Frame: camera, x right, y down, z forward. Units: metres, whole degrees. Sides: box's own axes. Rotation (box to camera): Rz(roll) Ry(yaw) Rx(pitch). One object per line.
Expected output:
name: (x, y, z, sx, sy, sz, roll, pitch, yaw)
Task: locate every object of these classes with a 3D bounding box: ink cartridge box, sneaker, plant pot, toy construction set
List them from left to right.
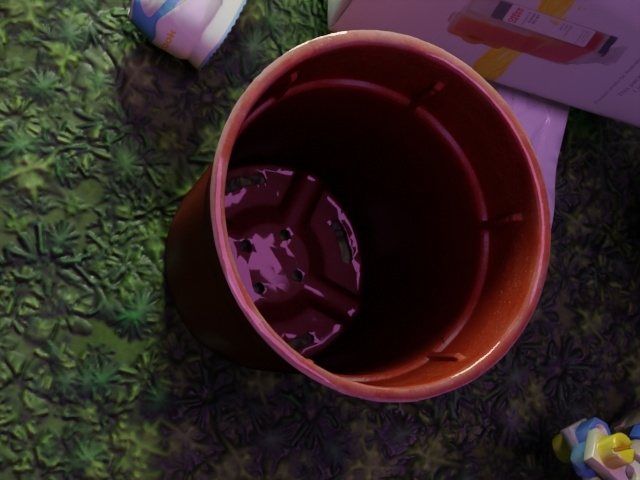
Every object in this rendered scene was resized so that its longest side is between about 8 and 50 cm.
sneaker: (-0.095, -0.273, 1.035, 0.092, 0.087, 0.228, 29, 69, -13)
plant pot: (0.000, 0.000, 0.927, 0.272, 0.265, 0.272, 4, 79, -23)
sneaker: (0.139, -0.072, 1.092, 0.169, 0.108, 0.292, 22, 63, -16)
ink cartridge box: (0.205, -0.293, 1.079, 0.385, 0.160, 0.279, 14, 54, -20)
toy construction set: (0.355, 0.291, 1.085, 0.215, 0.151, 0.327, -31, 102, -49)
